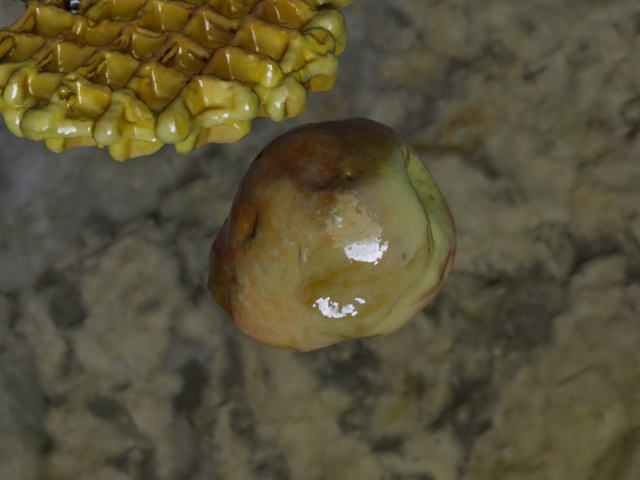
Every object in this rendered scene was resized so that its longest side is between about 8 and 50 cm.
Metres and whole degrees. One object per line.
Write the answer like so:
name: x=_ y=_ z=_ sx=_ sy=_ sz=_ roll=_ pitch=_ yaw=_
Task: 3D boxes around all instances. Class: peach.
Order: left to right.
peach: x=0.000 y=0.000 z=1.722 sx=0.236 sy=0.214 sz=0.214 roll=-31 pitch=-173 yaw=9

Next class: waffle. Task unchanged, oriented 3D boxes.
waffle: x=-0.121 y=-0.154 z=1.376 sx=0.310 sy=0.065 sz=0.283 roll=-13 pitch=-138 yaw=-18

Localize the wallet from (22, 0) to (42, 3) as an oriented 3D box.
wallet: x=-0.366 y=-0.323 z=2.258 sx=0.137 sy=0.031 sz=0.255 roll=11 pitch=169 yaw=23
